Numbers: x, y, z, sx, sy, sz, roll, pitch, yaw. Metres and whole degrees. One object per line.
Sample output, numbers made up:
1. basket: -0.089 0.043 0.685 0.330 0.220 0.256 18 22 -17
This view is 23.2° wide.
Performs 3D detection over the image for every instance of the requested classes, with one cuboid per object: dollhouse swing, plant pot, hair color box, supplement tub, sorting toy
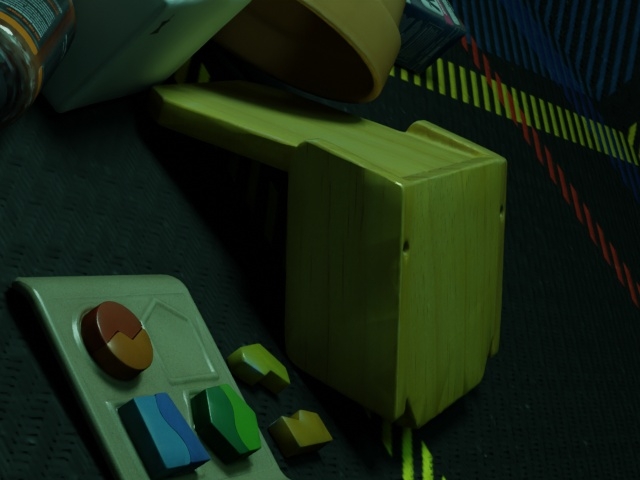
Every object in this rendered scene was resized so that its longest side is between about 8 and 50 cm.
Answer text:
1. dollhouse swing: 0.000 0.000 1.619 0.347 0.305 0.315 -20 113 -67
2. plant pot: -0.014 -0.312 1.710 0.291 0.203 0.291 29 -12 7
3. hair color box: 0.057 -0.371 2.251 0.347 0.105 0.174 13 42 -55
4. supplement tub: -0.271 -0.155 1.283 0.106 0.106 0.198 44 22 -15
5. sorting toy: -0.098 0.114 1.273 0.229 0.041 0.307 57 23 16

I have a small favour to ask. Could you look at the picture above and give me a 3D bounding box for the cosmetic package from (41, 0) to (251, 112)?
1. cosmetic package: -0.289 -0.353 1.483 0.453 0.161 0.230 51 21 3
